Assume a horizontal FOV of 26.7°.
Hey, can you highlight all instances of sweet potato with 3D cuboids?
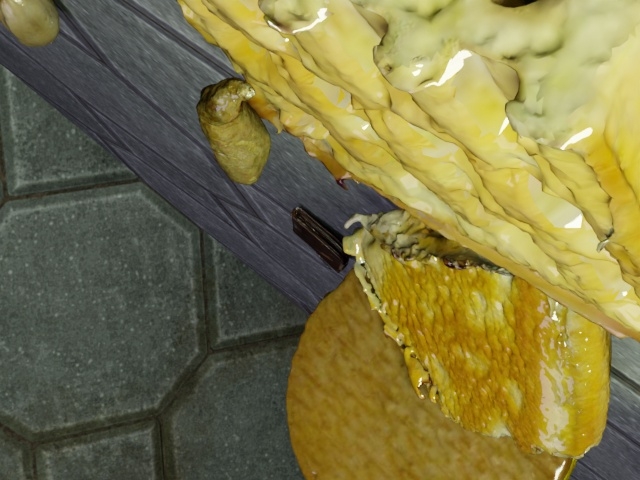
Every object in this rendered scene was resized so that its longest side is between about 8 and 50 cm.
[{"bbox_3d":[-0.052,-0.069,0.809,0.041,0.038,0.153,15,164,6],"label":"sweet potato"}]

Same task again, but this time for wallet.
[{"bbox_3d":[0.000,0.000,1.759,0.095,0.026,0.176,43,174,5],"label":"wallet"}]

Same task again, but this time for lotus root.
[{"bbox_3d":[-0.333,-0.261,1.538,0.073,0.062,0.150,43,176,17],"label":"lotus root"}]

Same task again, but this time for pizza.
[{"bbox_3d":[0.116,0.057,1.044,0.297,0.071,0.189,18,127,53],"label":"pizza"}]

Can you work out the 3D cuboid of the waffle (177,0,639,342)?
[{"bbox_3d":[0.057,-0.067,0.697,0.348,0.077,0.304,33,173,35],"label":"waffle"}]

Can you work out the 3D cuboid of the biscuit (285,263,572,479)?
[{"bbox_3d":[0.093,0.130,1.122,0.262,0.262,0.037,34,-179,28],"label":"biscuit"}]

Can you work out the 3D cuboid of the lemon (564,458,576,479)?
[{"bbox_3d":[0.142,0.157,1.239,0.204,0.204,0.260,31,134,47],"label":"lemon"}]
